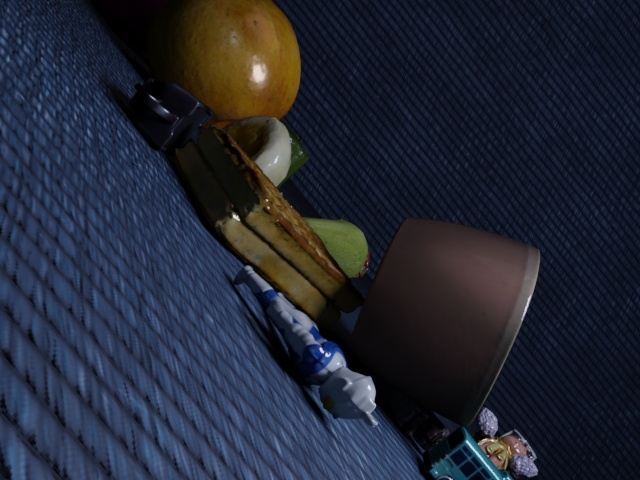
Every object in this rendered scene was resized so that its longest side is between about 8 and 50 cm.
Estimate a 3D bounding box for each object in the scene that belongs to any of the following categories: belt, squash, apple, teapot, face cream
[{"bbox_3d":[0.123,0.242,1.227,0.071,0.053,0.232,44,5,-40],"label":"belt"},{"bbox_3d":[-0.025,0.016,1.417,0.137,0.137,0.287,52,18,19],"label":"squash"},{"bbox_3d":[-0.185,-0.344,1.484,0.299,0.299,0.275,31,44,-79],"label":"apple"},{"bbox_3d":[-0.221,-0.186,1.069,0.096,0.087,0.177,42,4,-1],"label":"teapot"},{"bbox_3d":[-0.371,-0.511,1.678,0.175,0.175,0.195,53,6,25],"label":"face cream"}]

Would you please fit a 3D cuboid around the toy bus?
[{"bbox_3d":[0.224,0.351,1.069,0.160,0.092,0.079,51,5,1],"label":"toy bus"}]

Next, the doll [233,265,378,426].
[{"bbox_3d":[-0.014,0.118,0.822,0.227,0.057,0.114,43,-8,38],"label":"doll"}]

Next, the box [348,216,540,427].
[{"bbox_3d":[0.183,0.108,1.164,0.216,0.301,0.301,22,0,7],"label":"box"}]

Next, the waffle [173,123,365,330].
[{"bbox_3d":[-0.074,-0.016,1.113,0.308,0.091,0.213,48,4,-47],"label":"waffle"}]

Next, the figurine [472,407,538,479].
[{"bbox_3d":[0.380,0.463,1.639,0.175,0.116,0.240,51,9,31],"label":"figurine"}]

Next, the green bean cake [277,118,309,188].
[{"bbox_3d":[-0.165,-0.268,1.888,0.247,0.156,0.250,47,5,-26],"label":"green bean cake"}]

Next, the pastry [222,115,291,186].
[{"bbox_3d":[-0.120,-0.144,1.316,0.156,0.156,0.092,54,1,36],"label":"pastry"}]

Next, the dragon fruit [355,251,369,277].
[{"bbox_3d":[0.000,0.000,1.686,0.246,0.125,0.125,32,-28,4],"label":"dragon fruit"}]

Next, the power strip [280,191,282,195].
[{"bbox_3d":[-0.175,-0.171,1.590,0.215,0.061,0.145,52,3,29],"label":"power strip"}]
